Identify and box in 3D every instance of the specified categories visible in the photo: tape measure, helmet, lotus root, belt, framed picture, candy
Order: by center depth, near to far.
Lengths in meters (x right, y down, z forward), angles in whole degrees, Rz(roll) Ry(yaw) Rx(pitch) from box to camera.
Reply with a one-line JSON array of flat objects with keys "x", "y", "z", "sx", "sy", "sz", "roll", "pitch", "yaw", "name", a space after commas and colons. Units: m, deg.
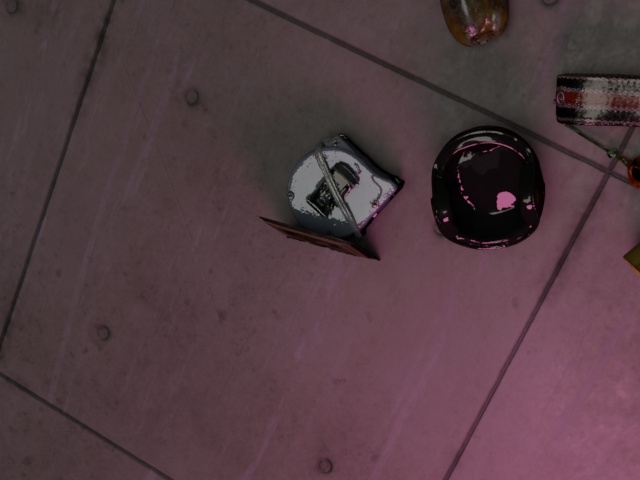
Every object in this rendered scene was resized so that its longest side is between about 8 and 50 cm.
[{"x": 0.558, "y": -0.222, "z": 1.595, "sx": 0.359, "sy": 0.126, "sz": 0.094, "roll": 8, "pitch": 113, "yaw": 25, "name": "belt"}, {"x": 0.283, "y": -0.089, "z": 1.676, "sx": 0.189, "sy": 0.193, "sz": 0.216, "roll": -8, "pitch": 109, "yaw": 18, "name": "helmet"}, {"x": 0.255, "y": -0.428, "z": 1.676, "sx": 0.113, "sy": 0.088, "sz": 0.192, "roll": -13, "pitch": 96, "yaw": 6, "name": "lotus root"}, {"x": 0.492, "y": -0.149, "z": 1.676, "sx": 0.184, "sy": 0.049, "sz": 0.055, "roll": 36, "pitch": 104, "yaw": 19, "name": "candy"}, {"x": 0.000, "y": 0.000, "z": 1.806, "sx": 0.199, "sy": 0.195, "sz": 0.010, "roll": 15, "pitch": 85, "yaw": 18, "name": "framed picture"}, {"x": 0.032, "y": -0.091, "z": 1.819, "sx": 0.182, "sy": 0.107, "sz": 0.181, "roll": 37, "pitch": 104, "yaw": 7, "name": "tape measure"}]

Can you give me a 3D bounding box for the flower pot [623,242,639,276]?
[{"x": 0.621, "y": 0.037, "z": 1.594, "sx": 0.179, "sy": 0.195, "sz": 0.195, "roll": -45, "pitch": 84, "yaw": 10, "name": "flower pot"}]
